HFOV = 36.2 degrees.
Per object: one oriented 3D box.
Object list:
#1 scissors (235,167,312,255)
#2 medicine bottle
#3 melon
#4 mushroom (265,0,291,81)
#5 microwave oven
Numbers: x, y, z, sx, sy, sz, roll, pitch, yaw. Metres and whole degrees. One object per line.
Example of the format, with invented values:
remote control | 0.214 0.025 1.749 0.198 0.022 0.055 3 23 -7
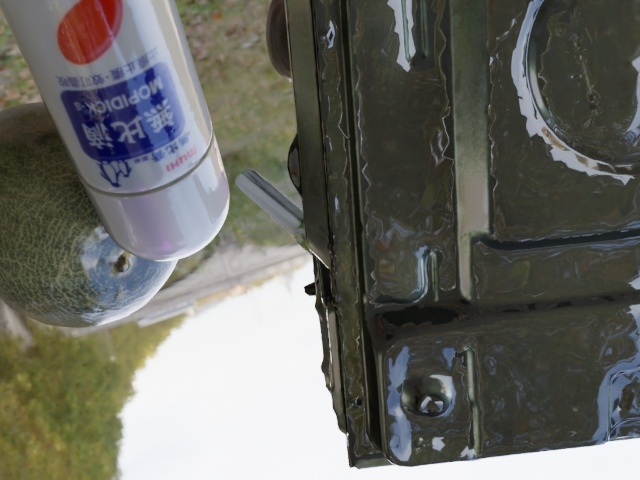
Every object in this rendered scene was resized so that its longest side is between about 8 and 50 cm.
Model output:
scissors | 0.000 0.000 0.955 0.027 0.204 0.101 -50 180 -19
medicine bottle | -0.166 -0.119 0.834 0.130 0.341 0.130 -6 -133 6
melon | -0.297 -0.038 1.136 0.248 0.249 0.329 -20 -142 -29
mushroom | 0.087 -0.300 1.346 0.260 0.345 0.345 -52 -164 -20
microwave oven | 0.141 -0.102 0.553 0.332 0.394 0.247 -7 -161 -3
